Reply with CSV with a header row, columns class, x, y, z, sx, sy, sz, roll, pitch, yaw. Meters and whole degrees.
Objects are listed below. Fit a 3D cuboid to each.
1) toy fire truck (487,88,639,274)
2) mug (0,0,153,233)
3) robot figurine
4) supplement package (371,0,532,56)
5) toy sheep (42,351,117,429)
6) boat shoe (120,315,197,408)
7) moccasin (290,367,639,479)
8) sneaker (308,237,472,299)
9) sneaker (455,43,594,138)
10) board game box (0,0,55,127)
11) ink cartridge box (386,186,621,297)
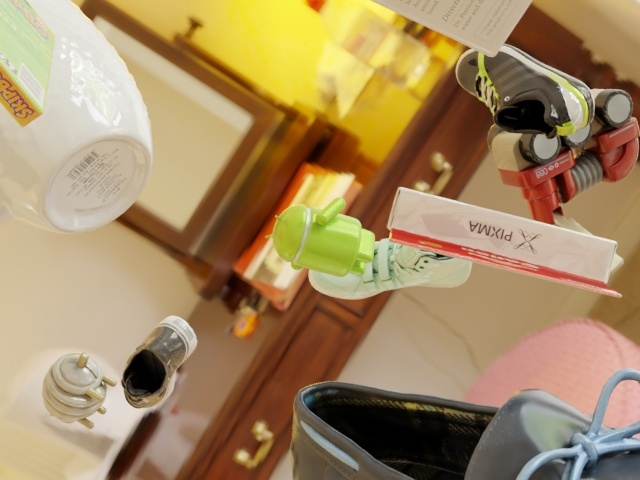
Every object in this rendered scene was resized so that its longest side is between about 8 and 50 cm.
class,x,y,z,sx,sy,sz,roll,pitch,yaw
toy fire truck,0.401,-0.089,1.885,0.217,0.246,0.158,-26,19,-21
mug,-0.420,-0.144,1.666,0.374,0.276,0.328,-38,59,-11
robot figurine,0.000,0.000,1.342,0.101,0.115,0.067,119,162,-52
supplement package,0.030,-0.291,0.869,0.177,0.293,0.175,-57,24,28
toy sheep,-0.314,0.189,1.594,0.091,0.091,0.132,-84,16,-53
boat shoe,-0.235,0.183,1.686,0.076,0.080,0.228,-44,-2,-38
moccasin,0.109,0.142,0.679,0.342,0.116,0.138,-2,24,35
sneaker,0.107,0.020,1.896,0.151,0.256,0.094,86,179,-67
sneaker,0.251,-0.194,1.631,0.097,0.084,0.235,-33,38,-28
board game box,-0.327,-0.215,1.272,0.039,0.124,0.259,-32,27,10
ink cartridge box,0.237,-0.003,1.617,0.261,0.296,0.066,-50,-26,-85
